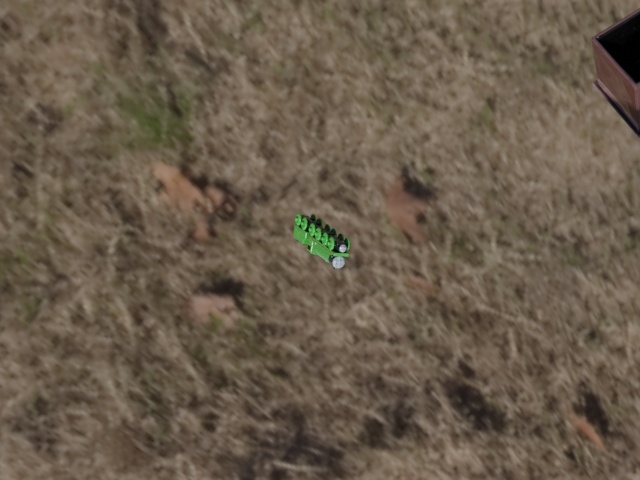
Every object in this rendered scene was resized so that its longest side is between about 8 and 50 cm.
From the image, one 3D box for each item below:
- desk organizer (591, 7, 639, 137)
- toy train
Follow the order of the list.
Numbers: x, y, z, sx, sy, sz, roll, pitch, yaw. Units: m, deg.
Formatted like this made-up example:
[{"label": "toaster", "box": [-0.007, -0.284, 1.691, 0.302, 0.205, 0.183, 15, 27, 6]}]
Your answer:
[{"label": "desk organizer", "box": [0.220, -0.120, 0.783, 0.130, 0.050, 0.047, -32, 60, -2]}, {"label": "toy train", "box": [0.000, 0.000, 1.005, 0.083, 0.017, 0.023, -142, 59, -63]}]
